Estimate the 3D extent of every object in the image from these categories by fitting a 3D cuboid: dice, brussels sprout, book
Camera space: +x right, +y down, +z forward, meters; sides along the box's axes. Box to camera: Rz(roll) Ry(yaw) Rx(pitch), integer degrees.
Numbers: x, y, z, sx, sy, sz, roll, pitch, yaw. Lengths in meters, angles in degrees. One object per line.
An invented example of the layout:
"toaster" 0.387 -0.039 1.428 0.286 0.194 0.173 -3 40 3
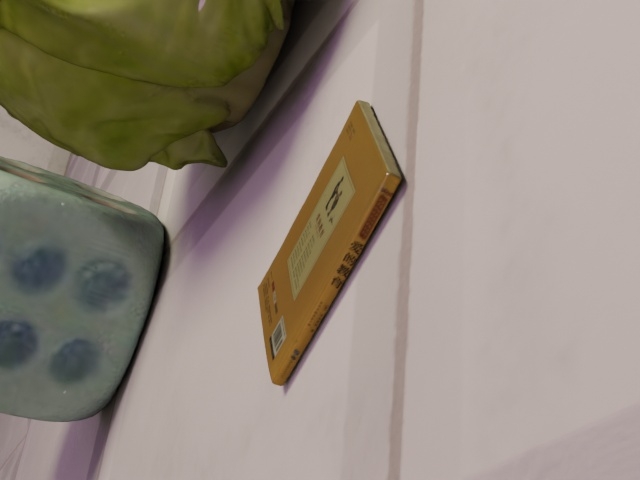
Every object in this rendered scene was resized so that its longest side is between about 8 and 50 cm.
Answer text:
"dice" -0.357 0.052 1.160 0.264 0.268 0.262 -68 21 2
"brussels sprout" -0.208 -0.271 0.931 0.425 0.361 0.342 -47 26 49
"book" 0.000 0.000 0.649 0.172 0.012 0.118 -61 22 25
